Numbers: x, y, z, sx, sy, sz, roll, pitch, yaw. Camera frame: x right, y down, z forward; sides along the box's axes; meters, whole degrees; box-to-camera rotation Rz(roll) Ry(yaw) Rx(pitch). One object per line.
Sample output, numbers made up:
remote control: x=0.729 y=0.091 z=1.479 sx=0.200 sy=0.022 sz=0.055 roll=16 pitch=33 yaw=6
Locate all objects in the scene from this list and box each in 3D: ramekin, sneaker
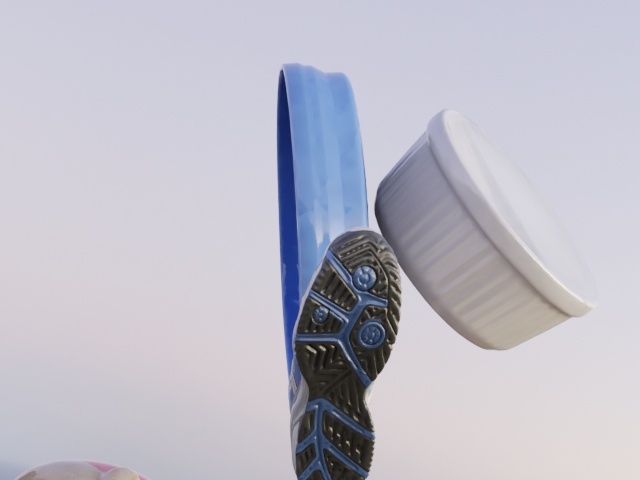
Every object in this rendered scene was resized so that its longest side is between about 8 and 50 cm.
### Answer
ramekin: x=0.172 y=-0.002 z=1.613 sx=0.127 sy=0.273 sz=0.273 roll=-38 pitch=-32 yaw=17
sneaker: x=0.008 y=0.084 z=1.114 sx=0.080 sy=0.211 sz=0.081 roll=6 pitch=21 yaw=-14

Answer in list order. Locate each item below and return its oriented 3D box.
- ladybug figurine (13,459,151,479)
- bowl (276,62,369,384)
ladybug figurine: x=-0.240 y=0.405 z=1.565 sx=0.162 sy=0.449 sz=0.305 roll=-14 pitch=49 yaw=-43
bowl: x=0.000 y=0.000 z=1.637 sx=0.077 sy=0.391 sz=0.391 roll=-2 pitch=-9 yaw=-4
